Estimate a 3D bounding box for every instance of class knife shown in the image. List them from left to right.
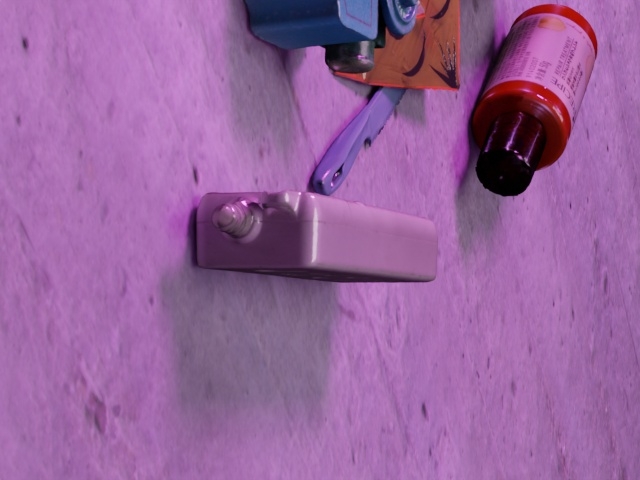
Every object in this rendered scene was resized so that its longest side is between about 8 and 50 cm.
[{"bbox_3d":[0.046,-0.107,1.684,0.313,0.019,0.044,-56,145,-57],"label":"knife"}]

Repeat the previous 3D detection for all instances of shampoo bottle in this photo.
[{"bbox_3d":[0.224,-0.145,2.021,0.278,0.104,0.104,-64,145,-50],"label":"shampoo bottle"}]

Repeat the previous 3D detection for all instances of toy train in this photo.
[{"bbox_3d":[0.008,-0.236,1.486,0.154,0.107,0.198,16,73,-60],"label":"toy train"}]

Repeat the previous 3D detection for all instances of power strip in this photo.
[{"bbox_3d":[0.000,0.000,1.445,0.338,0.098,0.058,10,81,-68],"label":"power strip"}]

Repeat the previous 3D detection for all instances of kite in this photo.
[{"bbox_3d":[0.077,-0.264,1.740,0.327,0.013,0.377,63,37,-35],"label":"kite"}]
